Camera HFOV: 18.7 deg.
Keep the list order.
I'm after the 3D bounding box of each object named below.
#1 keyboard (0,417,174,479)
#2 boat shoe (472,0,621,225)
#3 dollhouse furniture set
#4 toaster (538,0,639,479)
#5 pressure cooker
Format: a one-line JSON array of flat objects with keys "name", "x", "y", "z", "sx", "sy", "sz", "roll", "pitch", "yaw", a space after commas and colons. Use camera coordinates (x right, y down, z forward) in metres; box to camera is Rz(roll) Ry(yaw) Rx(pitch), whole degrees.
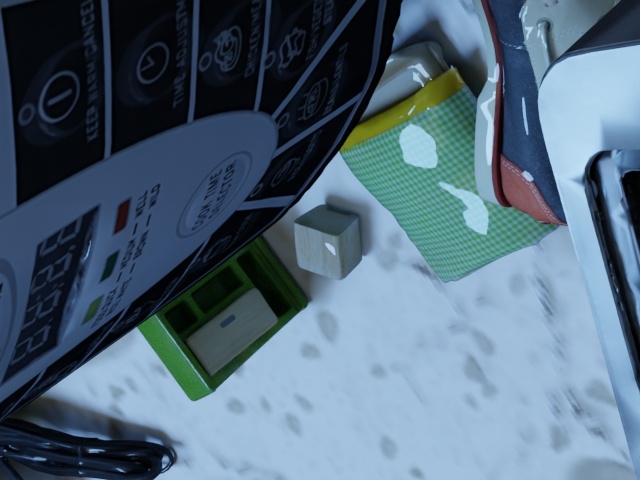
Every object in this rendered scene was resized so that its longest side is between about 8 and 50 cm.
[{"name": "keyboard", "x": -0.115, "y": 0.158, "z": 0.863, "sx": 0.317, "sy": 0.033, "sz": 0.201, "roll": 10, "pitch": 111, "yaw": 35}, {"name": "boat shoe", "x": 0.069, "y": -0.061, "z": 0.546, "sx": 0.043, "sy": 0.049, "sz": 0.137, "roll": 19, "pitch": 132, "yaw": 28}, {"name": "dollhouse furniture set", "x": 0.000, "y": 0.000, "z": 0.644, "sx": 0.076, "sy": 0.058, "sz": 0.151, "roll": 55, "pitch": 139, "yaw": -4}, {"name": "toaster", "x": 0.158, "y": -0.005, "z": 0.458, "sx": 0.168, "sy": 0.110, "sz": 0.186, "roll": 3, "pitch": 120, "yaw": 40}, {"name": "pressure cooker", "x": -0.205, "y": -0.099, "z": 0.481, "sx": 0.375, "sy": 0.420, "sz": 0.370, "roll": -7, "pitch": 114, "yaw": 43}]
